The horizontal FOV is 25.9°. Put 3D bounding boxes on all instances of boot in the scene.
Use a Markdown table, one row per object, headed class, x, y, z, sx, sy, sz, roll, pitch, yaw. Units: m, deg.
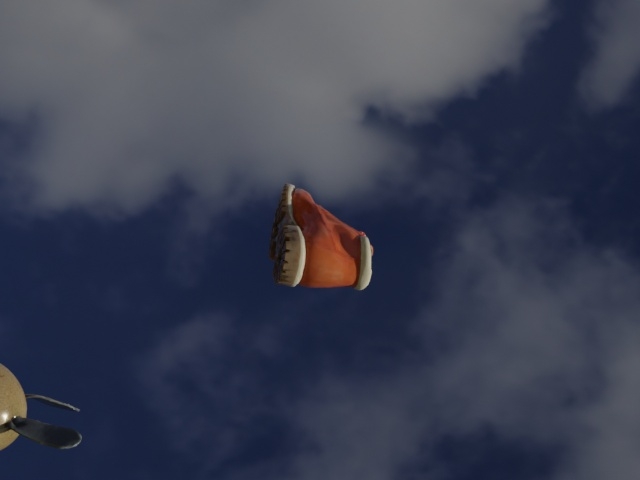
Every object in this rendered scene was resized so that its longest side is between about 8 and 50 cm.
| class | x | y | z | sx | sy | sz | roll | pitch | yaw |
| --- | --- | --- | --- | --- | --- | --- | --- | --- | --- |
| boot | 0.000 | 0.000 | 1.195 | 0.084 | 0.158 | 0.059 | 7 | -66 | -10 |

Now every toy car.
| class | x | y | z | sx | sy | sz | roll | pitch | yaw |
| --- | --- | --- | --- | --- | --- | --- | --- | --- | --- |
| toy car | -0.278 | 0.146 | 1.064 | 0.188 | 0.155 | 0.149 | 0 | -78 | -12 |
